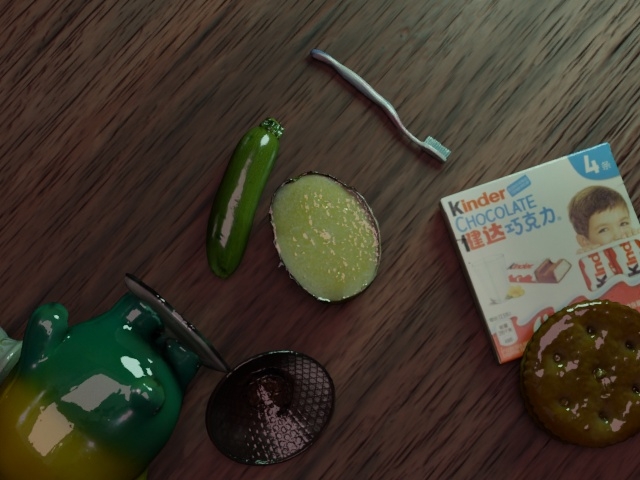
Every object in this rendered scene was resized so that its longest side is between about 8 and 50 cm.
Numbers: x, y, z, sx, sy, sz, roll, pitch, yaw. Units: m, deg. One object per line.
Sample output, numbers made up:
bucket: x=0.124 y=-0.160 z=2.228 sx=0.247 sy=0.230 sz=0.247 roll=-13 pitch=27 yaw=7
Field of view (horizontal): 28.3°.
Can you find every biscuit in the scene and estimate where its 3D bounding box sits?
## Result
biscuit: x=0.391 y=0.190 z=1.824 sx=0.221 sy=0.066 sz=0.220 roll=-1 pitch=94 yaw=-8

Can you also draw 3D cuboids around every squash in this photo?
squash: x=-0.119 y=-0.070 z=1.891 sx=0.069 sy=0.069 sz=0.258 roll=17 pitch=80 yaw=3

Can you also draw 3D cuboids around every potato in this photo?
potato: x=0.000 y=0.000 z=1.875 sx=0.164 sy=0.081 sz=0.200 roll=-26 pitch=84 yaw=-13

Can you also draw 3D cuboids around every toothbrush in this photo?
toothbrush: x=0.090 y=-0.208 z=1.940 sx=0.269 sy=0.021 sz=0.027 roll=40 pitch=69 yaw=6

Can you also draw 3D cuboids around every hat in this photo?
hat: x=-0.081 y=0.225 z=1.836 sx=0.193 sy=0.082 sz=0.193 roll=-9 pitch=118 yaw=-17

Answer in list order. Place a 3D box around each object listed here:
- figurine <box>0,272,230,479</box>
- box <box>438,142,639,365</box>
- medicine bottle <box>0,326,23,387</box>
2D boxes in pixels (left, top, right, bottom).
figurine: x=-0.311 y=0.232 z=1.750 sx=0.340 sy=0.231 sz=0.323 roll=-48 pitch=117 yaw=-12
box: x=0.345 y=0.019 z=1.887 sx=0.273 sy=0.048 sz=0.265 roll=-20 pitch=81 yaw=-3
medicine bottle: x=-0.503 y=0.176 z=1.803 sx=0.143 sy=0.147 sz=0.147 roll=28 pitch=81 yaw=3
